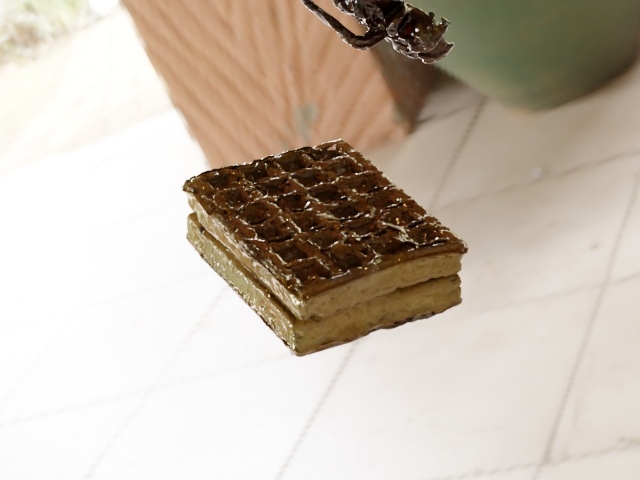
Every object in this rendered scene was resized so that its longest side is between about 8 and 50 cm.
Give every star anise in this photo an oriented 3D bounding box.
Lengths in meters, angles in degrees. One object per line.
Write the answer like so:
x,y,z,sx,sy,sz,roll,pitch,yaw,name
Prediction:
0.041,-0.215,1.379,0.070,0.190,0.097,-56,25,12,star anise

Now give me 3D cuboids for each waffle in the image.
0.000,-0.001,1.603,0.213,0.091,0.308,-16,32,-20,waffle
